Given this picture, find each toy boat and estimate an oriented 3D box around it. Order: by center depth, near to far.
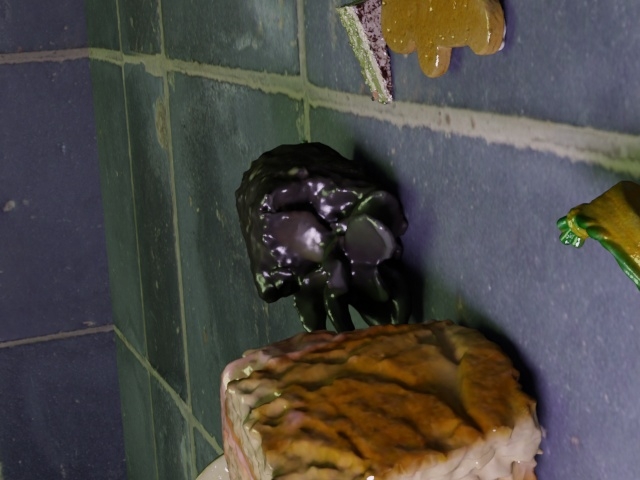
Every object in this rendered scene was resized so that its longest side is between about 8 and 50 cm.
[{"bbox_3d":[0.274,0.032,0.903,0.229,0.089,0.088,55,132,43],"label":"toy boat"}]

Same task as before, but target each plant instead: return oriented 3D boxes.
[{"bbox_3d":[0.000,0.000,1.441,0.276,0.188,0.199,-126,34,-50],"label":"plant"}]

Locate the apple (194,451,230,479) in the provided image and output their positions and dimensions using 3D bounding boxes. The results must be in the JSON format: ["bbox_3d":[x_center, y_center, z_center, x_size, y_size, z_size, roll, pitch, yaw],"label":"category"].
[{"bbox_3d":[-0.063,0.457,1.646,0.295,0.258,0.233,51,-173,32],"label":"apple"}]

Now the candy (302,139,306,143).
[{"bbox_3d":[-0.023,-0.052,1.684,0.060,0.060,0.201,170,100,-68],"label":"candy"}]

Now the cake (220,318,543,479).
[{"bbox_3d":[0.060,0.266,1.246,0.293,0.314,0.307,-122,23,-51],"label":"cake"}]

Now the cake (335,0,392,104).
[{"bbox_3d":[0.057,-0.238,1.402,0.051,0.055,0.140,0,100,62],"label":"cake"}]

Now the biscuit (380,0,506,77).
[{"bbox_3d":[0.132,-0.260,1.230,0.240,0.035,0.158,-176,81,-67],"label":"biscuit"}]
